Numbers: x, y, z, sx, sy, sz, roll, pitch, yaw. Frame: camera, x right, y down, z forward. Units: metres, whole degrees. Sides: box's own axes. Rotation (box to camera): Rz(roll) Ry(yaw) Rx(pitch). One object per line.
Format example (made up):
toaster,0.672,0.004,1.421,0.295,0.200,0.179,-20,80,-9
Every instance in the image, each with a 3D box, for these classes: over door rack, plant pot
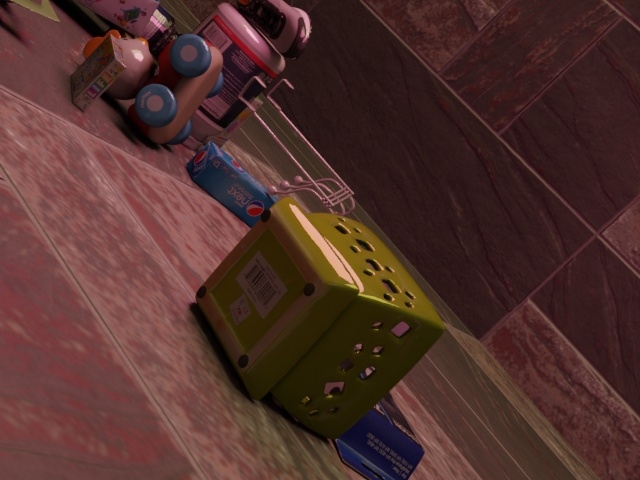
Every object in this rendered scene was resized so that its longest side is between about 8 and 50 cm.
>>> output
over door rack,-0.059,-0.172,2.056,0.324,0.108,0.239,60,14,-1
plant pot,-0.017,0.091,1.311,0.207,0.227,0.228,29,19,-46

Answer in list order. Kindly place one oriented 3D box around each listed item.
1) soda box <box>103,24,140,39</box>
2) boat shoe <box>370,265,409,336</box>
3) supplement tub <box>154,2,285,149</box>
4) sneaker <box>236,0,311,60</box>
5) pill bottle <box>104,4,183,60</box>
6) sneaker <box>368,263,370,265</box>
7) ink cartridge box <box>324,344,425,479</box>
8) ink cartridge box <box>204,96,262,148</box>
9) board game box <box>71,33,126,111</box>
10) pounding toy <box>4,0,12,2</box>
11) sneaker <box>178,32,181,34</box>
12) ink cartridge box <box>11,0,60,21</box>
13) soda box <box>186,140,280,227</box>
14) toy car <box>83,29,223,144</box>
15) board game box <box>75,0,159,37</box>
soda box,-0.438,-0.439,2.237,0.058,0.061,0.181,42,9,-29
boat shoe,0.180,0.148,2.399,0.084,0.095,0.258,30,19,-48
supplement tub,-0.227,-0.343,2.106,0.191,0.272,0.191,45,9,-9
sneaker,-0.110,-0.461,2.038,0.108,0.100,0.271,3,41,-42
pill bottle,-0.441,-0.543,2.511,0.219,0.123,0.123,43,9,-22
sneaker,0.000,0.000,2.138,0.281,0.115,0.105,39,11,-38
ink cartridge box,0.053,0.236,1.490,0.165,0.065,0.333,41,11,-33
ink cartridge box,-0.198,-0.308,2.292,0.062,0.209,0.109,47,9,11
board game box,-0.374,-0.284,1.688,0.026,0.103,0.154,41,9,-28
pounding toy,-0.577,-0.532,1.839,0.183,0.110,0.237,43,9,-17
sneaker,-0.291,-0.417,2.617,0.148,0.131,0.350,28,19,-51
ink cartridge box,-0.541,-0.454,1.645,0.235,0.056,0.171,16,25,-36
soda box,-0.162,-0.099,1.966,0.210,0.071,0.067,40,11,-35
toy car,-0.324,-0.318,1.845,0.238,0.210,0.219,34,-3,3
board game box,-0.511,-0.581,2.218,0.303,0.097,0.224,29,15,-19
